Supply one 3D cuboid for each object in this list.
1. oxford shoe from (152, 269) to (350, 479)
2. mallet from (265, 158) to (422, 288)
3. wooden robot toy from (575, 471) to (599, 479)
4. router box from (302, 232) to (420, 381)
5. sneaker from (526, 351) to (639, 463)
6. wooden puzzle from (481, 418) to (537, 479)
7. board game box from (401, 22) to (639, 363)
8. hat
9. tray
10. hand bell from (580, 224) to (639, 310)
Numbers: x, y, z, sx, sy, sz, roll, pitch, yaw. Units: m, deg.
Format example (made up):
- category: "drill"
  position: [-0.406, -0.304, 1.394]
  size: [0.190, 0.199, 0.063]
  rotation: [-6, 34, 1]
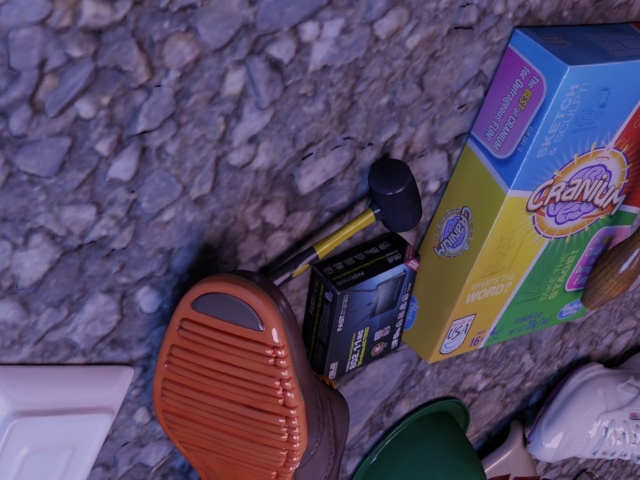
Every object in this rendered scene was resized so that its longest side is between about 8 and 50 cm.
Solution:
- category: "oxford shoe"
  position: [-0.046, 0.138, 1.001]
  size: [0.132, 0.130, 0.363]
  rotation: [-55, 155, -39]
- category: "mallet"
  position: [0.000, 0.000, 0.966]
  size: [0.190, 0.039, 0.062]
  rotation: [-30, 143, -15]
- category: "wooden robot toy"
  position: [0.360, 0.424, 1.767]
  size: [0.173, 0.079, 0.076]
  rotation: [-47, 147, 3]
- category: "router box"
  position: [0.033, 0.060, 1.058]
  size: [0.092, 0.038, 0.122]
  rotation: [-23, 140, -30]
- category: "sneaker"
  position: [0.387, 0.223, 1.517]
  size: [0.305, 0.152, 0.114]
  rotation: [-13, 134, -38]
- category: "wooden puzzle"
  position: [0.165, 0.418, 1.546]
  size: [0.348, 0.080, 0.322]
  rotation: [-40, 146, -9]
- category: "board game box"
  position: [0.214, -0.046, 1.119]
  size: [0.242, 0.064, 0.316]
  rotation: [-12, 134, -41]
- category: "hat"
  position: [0.156, 0.287, 1.301]
  size: [0.173, 0.183, 0.208]
  rotation: [15, 114, -53]
- category: "tray"
  position: [-0.238, 0.213, 0.910]
  size: [0.145, 0.030, 0.270]
  rotation: [6, 116, -51]
- category: "hand bell"
  position: [0.317, -0.014, 1.135]
  size: [0.126, 0.126, 0.242]
  rotation: [-13, 146, -39]
